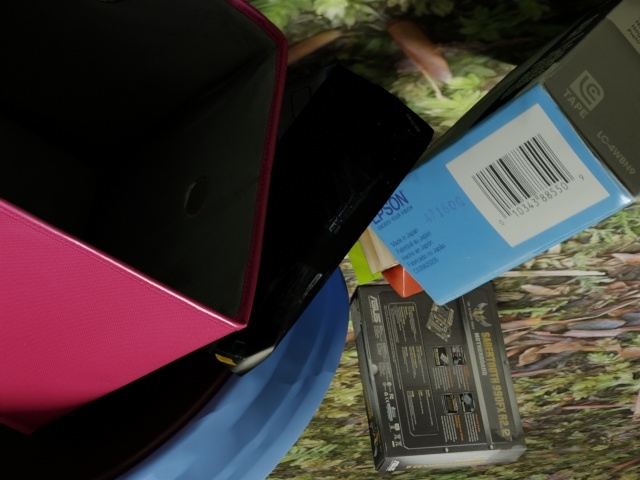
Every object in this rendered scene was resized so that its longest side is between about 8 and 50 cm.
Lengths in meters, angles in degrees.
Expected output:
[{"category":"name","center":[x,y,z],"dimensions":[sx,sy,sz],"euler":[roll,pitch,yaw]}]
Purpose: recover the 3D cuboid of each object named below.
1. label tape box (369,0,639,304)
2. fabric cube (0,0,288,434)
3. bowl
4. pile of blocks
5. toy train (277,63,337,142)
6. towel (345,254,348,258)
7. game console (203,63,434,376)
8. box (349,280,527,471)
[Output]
[{"category":"label tape box","center":[0.221,-0.120,1.041],"dimensions":[0.347,0.115,0.249],"euler":[-45,-175,-34]},{"category":"fabric cube","center":[-0.208,-0.055,0.906],"dimensions":[0.254,0.259,0.258],"euler":[30,140,-30]},{"category":"bowl","center":[-0.164,0.100,1.064],"dimensions":[0.391,0.391,0.077],"euler":[-18,126,24]},{"category":"pile of blocks","center":[0.054,0.004,1.226],"dimensions":[0.149,0.113,0.362],"euler":[-22,175,11]},{"category":"toy train","center":[-0.032,-0.087,1.181],"dimensions":[0.184,0.080,0.105],"euler":[-19,148,22]},{"category":"towel","center":[0.000,0.000,1.462],"dimensions":[0.152,0.023,0.113],"euler":[-8,158,0]},{"category":"game console","center":[-0.053,-0.052,0.999],"dimensions":[0.044,0.361,0.213],"euler":[36,94,-27]},{"category":"box","center":[0.143,0.166,1.631],"dimensions":[0.183,0.231,0.056],"euler":[-2,153,-14]}]
